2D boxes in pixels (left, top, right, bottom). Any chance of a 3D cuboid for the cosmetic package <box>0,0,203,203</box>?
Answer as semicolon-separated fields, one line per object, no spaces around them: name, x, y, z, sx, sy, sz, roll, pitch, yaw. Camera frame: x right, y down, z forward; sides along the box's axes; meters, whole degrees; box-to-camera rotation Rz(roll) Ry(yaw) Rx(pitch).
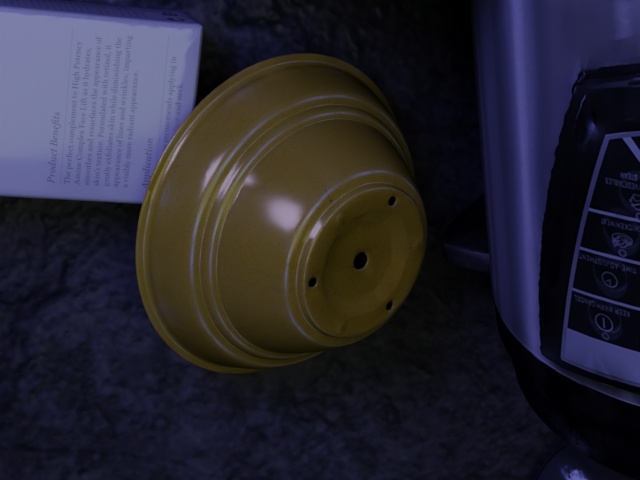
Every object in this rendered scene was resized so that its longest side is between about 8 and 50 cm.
cosmetic package;-0.193;-0.089;0.926;0.231;0.085;0.117;4;103;-15

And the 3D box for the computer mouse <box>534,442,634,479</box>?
computer mouse;0.294;0.207;1.149;0.262;0.060;0.184;38;93;-21

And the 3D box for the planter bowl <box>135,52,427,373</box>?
planter bowl;0.000;0.000;0.954;0.217;0.090;0.217;-20;123;-34

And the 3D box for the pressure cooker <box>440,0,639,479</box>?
pressure cooker;0.281;-0.043;0.905;0.376;0.370;0.420;-14;118;-12
